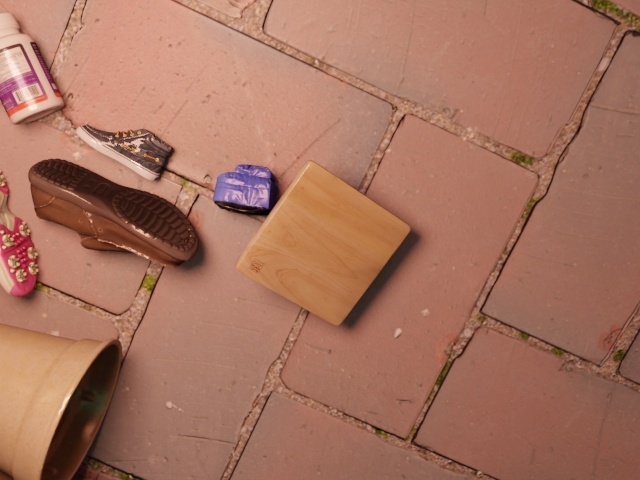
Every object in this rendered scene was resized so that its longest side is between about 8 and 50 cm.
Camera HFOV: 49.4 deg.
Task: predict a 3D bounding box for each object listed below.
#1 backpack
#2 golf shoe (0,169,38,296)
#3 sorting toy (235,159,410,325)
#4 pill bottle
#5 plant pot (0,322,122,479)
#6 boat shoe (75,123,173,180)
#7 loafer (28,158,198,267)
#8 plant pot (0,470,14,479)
[{"bbox_3d":[-0.151,-0.101,1.402,0.120,0.098,0.101,4,80,7],"label":"backpack"},{"bbox_3d":[-0.682,-0.021,1.414,0.140,0.115,0.306,-21,92,12],"label":"golf shoe"},{"bbox_3d":[0.000,0.000,1.396,0.257,0.089,0.255,32,100,-23],"label":"sorting toy"},{"bbox_3d":[-0.588,-0.332,1.347,0.108,0.108,0.193,-23,99,4],"label":"pill bottle"},{"bbox_3d":[-0.605,0.301,1.365,0.306,0.334,0.333,20,100,1],"label":"plant pot"},{"bbox_3d":[-0.391,-0.201,1.399,0.183,0.065,0.083,31,98,-13],"label":"boat shoe"},{"bbox_3d":[-0.417,-0.039,1.408,0.366,0.134,0.130,27,123,5],"label":"loafer"},{"bbox_3d":[-0.697,0.557,1.437,0.280,0.323,0.323,45,98,8],"label":"plant pot"}]
